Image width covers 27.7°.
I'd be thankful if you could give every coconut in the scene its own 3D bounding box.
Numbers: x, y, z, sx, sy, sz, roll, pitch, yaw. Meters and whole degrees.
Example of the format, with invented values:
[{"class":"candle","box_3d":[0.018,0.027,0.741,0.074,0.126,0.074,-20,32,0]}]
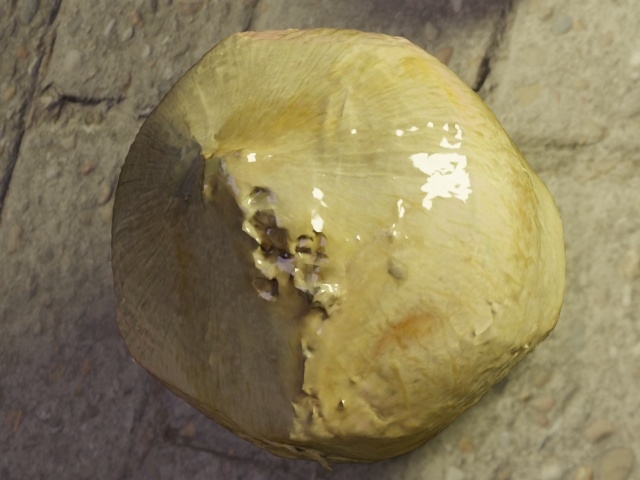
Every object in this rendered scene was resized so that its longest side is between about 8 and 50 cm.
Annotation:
[{"class":"coconut","box_3d":[0.000,0.000,1.130,0.405,0.405,0.404,-11,68,30]}]
